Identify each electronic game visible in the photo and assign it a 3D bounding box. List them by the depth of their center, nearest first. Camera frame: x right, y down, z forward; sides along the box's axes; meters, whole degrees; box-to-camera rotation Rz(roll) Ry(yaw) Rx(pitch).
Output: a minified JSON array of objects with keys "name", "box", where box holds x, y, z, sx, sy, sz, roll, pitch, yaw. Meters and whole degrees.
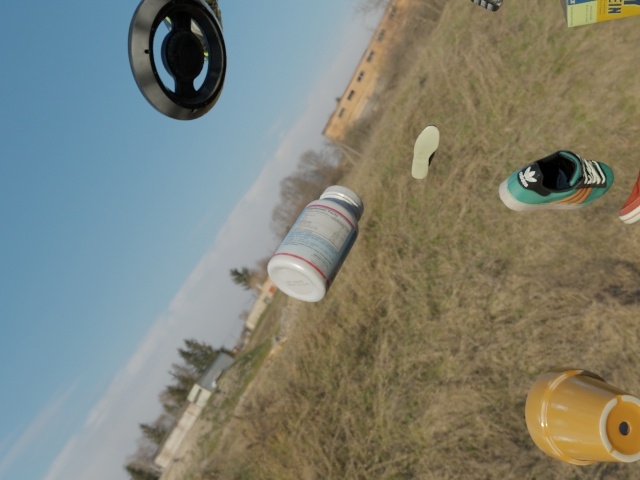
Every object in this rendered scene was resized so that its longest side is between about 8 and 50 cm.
[{"name":"electronic game","box":[-0.248,-0.332,0.994,0.229,0.048,0.229,-23,-63,-53]}]

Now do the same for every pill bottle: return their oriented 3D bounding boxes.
[{"name":"pill bottle","box":[0.000,0.000,0.771,0.160,0.087,0.087,-58,1,-34]}]

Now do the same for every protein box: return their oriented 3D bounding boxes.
[{"name":"protein box","box":[0.581,-0.536,1.083,0.199,0.201,0.136,-72,-30,-47]}]

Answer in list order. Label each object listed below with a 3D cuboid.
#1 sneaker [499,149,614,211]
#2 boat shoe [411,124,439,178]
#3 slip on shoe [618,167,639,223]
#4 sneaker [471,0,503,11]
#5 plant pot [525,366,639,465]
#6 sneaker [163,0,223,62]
[{"name":"sneaker","box":[0.536,-0.132,1.187,0.302,0.108,0.121,-11,-19,-24]},{"name":"boat shoe","box":[0.230,-0.200,1.223,0.042,0.049,0.133,-73,-6,-47]},{"name":"slip on shoe","box":[0.675,-0.170,1.078,0.123,0.101,0.331,-33,-31,-36]},{"name":"sneaker","box":[0.321,-0.497,0.964,0.132,0.086,0.228,-61,-3,11]},{"name":"plant pot","box":[0.571,0.374,1.158,0.205,0.205,0.188,-60,7,-14]},{"name":"sneaker","box":[-0.260,-0.507,1.170,0.147,0.145,0.384,-52,-13,-8]}]
